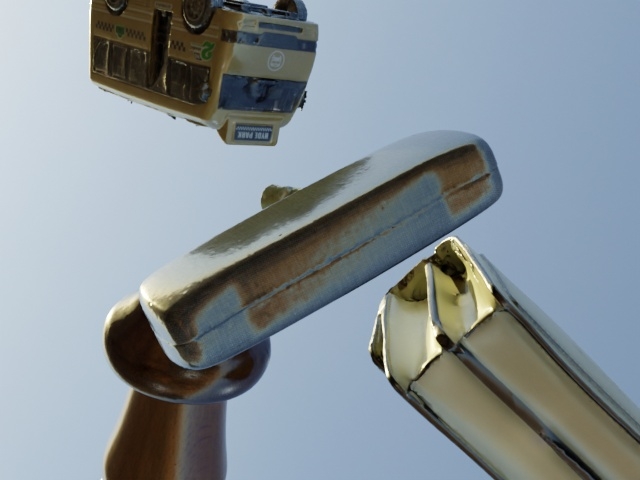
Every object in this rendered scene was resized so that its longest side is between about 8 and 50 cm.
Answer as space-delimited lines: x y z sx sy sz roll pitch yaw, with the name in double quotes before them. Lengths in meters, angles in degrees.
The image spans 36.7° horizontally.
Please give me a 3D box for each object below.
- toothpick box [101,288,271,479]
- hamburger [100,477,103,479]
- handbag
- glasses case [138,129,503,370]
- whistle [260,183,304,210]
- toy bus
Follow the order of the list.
"toothpick box" -0.168 0.184 1.133 0.192 0.192 0.294 46 -47 42
"hamburger" -0.224 0.375 1.291 0.113 0.185 0.177 -15 -117 14
"handbag" 0.228 0.176 1.012 0.160 0.358 0.237 -44 -169 15
"glasses case" 0.000 0.000 0.833 0.074 0.323 0.131 66 -16 -16
"whistle" 0.030 -0.038 1.338 0.258 0.067 0.126 11 -123 32
"toy bus" -0.173 -0.264 1.355 0.365 0.177 0.202 24 -70 46
